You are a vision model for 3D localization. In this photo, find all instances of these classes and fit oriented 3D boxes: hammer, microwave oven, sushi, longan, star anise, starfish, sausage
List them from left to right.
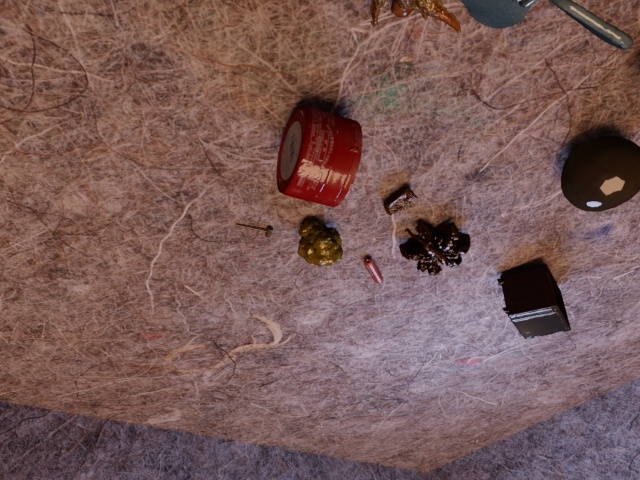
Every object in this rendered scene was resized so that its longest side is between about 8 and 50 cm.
[{"bbox_3d":[-0.199,-0.034,1.608,0.110,0.019,0.035,11,137,-15],"label":"hammer"},{"bbox_3d":[0.175,0.096,1.793,0.034,0.034,0.129,-19,137,15],"label":"sausage"},{"bbox_3d":[0.122,-0.483,0.972,0.084,0.301,0.293,-54,144,-2],"label":"starfish"},{"bbox_3d":[0.227,-0.111,1.546,0.055,0.052,0.120,39,122,-22],"label":"sushi"},{"bbox_3d":[0.363,0.034,1.677,0.220,0.125,0.190,-5,143,-5],"label":"star anise"},{"bbox_3d":[0.755,0.216,1.891,0.178,0.188,0.247,-21,142,25],"label":"microwave oven"},{"bbox_3d":[0.750,-0.177,1.424,0.197,0.196,0.220,27,135,-32],"label":"longan"}]

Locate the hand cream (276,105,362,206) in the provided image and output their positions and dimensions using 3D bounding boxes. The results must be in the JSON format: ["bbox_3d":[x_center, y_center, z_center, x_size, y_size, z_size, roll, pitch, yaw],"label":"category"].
[{"bbox_3d":[-0.008,-0.201,1.280,0.149,0.230,0.230,13,136,-22],"label":"hand cream"}]

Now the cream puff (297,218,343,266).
[{"bbox_3d":[0.000,0.000,1.593,0.146,0.146,0.116,-3,122,-4],"label":"cream puff"}]

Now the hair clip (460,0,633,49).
[{"bbox_3d":[0.361,-0.524,0.912,0.318,0.392,0.238,19,108,-28],"label":"hair clip"}]

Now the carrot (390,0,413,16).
[{"bbox_3d":[0.218,-0.535,1.058,0.048,0.048,0.216,23,127,-30],"label":"carrot"}]
